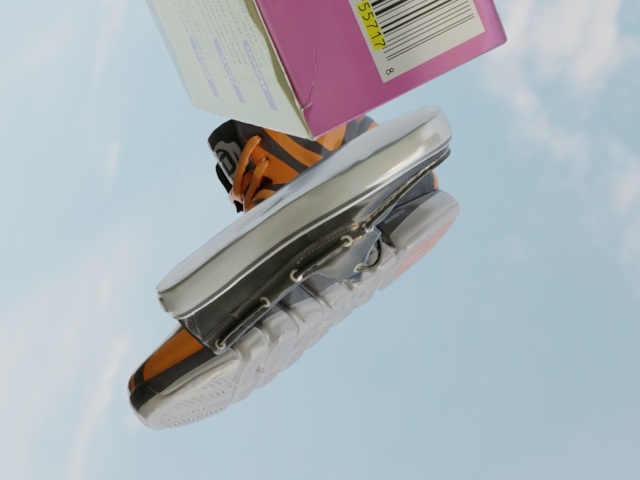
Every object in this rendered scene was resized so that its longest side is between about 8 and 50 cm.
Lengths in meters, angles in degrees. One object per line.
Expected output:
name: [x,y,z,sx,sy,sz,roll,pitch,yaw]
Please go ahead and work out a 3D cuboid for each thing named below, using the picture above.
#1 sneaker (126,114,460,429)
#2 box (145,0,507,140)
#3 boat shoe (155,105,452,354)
sneaker: [-0.056,0.003,1.034,0.180,0.321,0.124,48,-31,11]
box: [-0.033,-0.183,0.717,0.213,0.117,0.243,66,-14,-16]
boat shoe: [0.000,0.000,0.864,0.228,0.076,0.080,-35,-165,9]
